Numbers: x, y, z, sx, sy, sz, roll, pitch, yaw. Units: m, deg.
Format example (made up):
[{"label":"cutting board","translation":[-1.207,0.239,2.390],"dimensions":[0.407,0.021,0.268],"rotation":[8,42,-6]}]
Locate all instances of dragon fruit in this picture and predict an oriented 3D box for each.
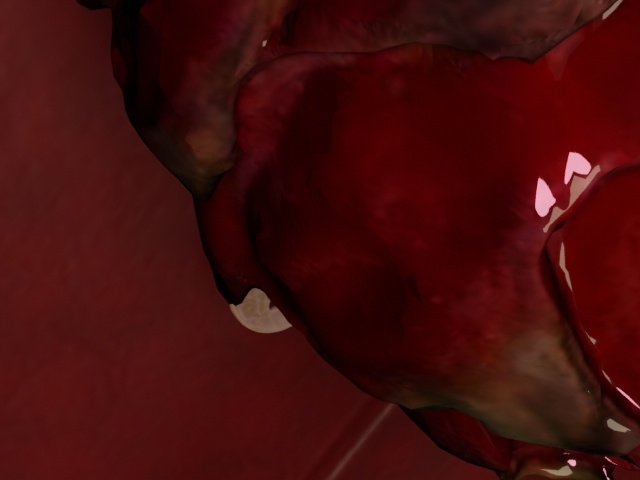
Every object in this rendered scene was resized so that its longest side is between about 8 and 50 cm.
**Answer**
[{"label":"dragon fruit","translation":[0.091,-0.083,0.432],"dimensions":[0.329,0.329,0.329],"rotation":[-12,122,-20]}]

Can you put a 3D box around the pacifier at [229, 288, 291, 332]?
[{"label":"pacifier","translation":[0.000,0.000,0.580],"dimensions":[0.068,0.064,0.083],"rotation":[-23,127,-35]}]
